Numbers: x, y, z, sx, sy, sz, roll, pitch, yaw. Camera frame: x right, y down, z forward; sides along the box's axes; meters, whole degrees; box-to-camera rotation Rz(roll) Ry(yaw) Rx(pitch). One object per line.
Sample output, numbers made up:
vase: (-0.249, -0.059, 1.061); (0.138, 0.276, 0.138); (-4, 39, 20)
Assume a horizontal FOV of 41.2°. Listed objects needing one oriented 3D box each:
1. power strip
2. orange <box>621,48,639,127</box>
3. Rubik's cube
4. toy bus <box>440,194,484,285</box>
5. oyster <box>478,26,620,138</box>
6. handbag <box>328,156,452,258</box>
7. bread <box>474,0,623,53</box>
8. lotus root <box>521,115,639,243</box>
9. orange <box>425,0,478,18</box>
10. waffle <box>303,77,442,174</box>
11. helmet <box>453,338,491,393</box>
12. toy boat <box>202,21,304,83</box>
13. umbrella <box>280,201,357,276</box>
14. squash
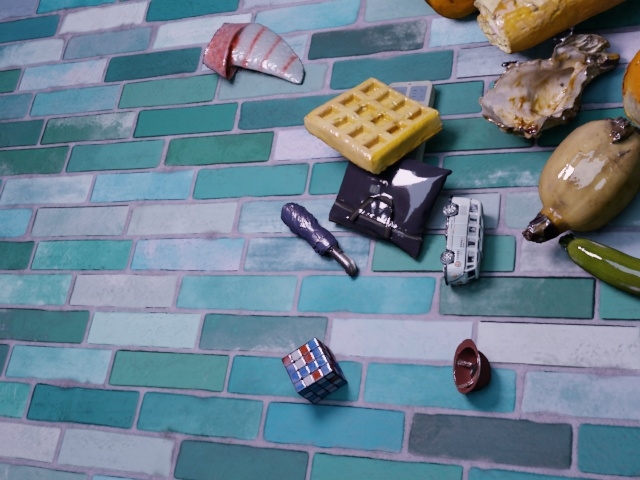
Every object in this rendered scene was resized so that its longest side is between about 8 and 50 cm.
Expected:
power strip: (0.198, -0.263, 2.028); (0.117, 0.046, 0.271); (3, 69, 25)
orange: (0.728, -0.307, 1.701); (0.240, 0.240, 0.240); (-10, 63, 20)
Rubik's cube: (-0.013, 0.280, 1.833); (0.092, 0.092, 0.092); (-33, 57, 6)
toy bus: (0.306, 0.003, 1.830); (0.089, 0.087, 0.194); (2, 66, 14)
oyster: (0.506, -0.349, 1.877); (0.337, 0.133, 0.198); (-43, 67, -8)
handbag: (0.150, -0.098, 1.930); (0.254, 0.088, 0.211); (23, 95, 28)
bread: (0.538, -0.560, 1.893); (0.375, 0.165, 0.236); (-25, 16, 8)
lotus root: (0.534, -0.109, 1.731); (0.182, 0.183, 0.310); (39, 88, 33)
orange: (0.328, -0.665, 2.082); (0.249, 0.183, 0.249); (21, 115, 54)
waffle: (0.119, -0.270, 1.957); (0.221, 0.055, 0.248); (-34, 50, -25)
helmet: (0.315, 0.258, 1.716); (0.089, 0.057, 0.111); (134, 144, -51)
toy boat: (-0.155, -0.497, 2.285); (0.282, 0.096, 0.206); (20, 61, 21)
umbrella: (0.002, -0.006, 1.986); (0.248, 0.071, 0.071); (38, 85, 29)
squash: (0.605, 0.061, 1.676); (0.318, 0.080, 0.071); (23, 115, 32)
